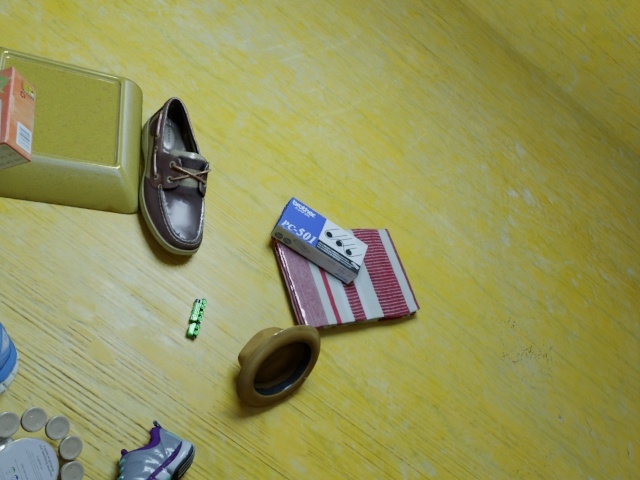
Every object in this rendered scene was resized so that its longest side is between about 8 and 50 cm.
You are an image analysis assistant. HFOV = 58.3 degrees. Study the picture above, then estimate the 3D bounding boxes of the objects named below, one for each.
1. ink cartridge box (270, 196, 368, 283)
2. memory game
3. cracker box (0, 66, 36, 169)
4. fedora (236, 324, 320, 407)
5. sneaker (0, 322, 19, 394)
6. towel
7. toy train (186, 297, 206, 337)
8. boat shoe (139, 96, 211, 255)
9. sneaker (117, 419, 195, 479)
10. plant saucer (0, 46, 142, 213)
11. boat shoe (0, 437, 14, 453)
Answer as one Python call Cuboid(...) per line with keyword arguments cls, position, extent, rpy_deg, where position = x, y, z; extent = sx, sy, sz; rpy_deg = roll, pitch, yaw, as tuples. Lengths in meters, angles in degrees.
Cuboid(cls="ink cartridge box", position=(0.000, 0.000, 1.266), extent=(0.207, 0.046, 0.097), rpy_deg=(33, 46, -10))
Cuboid(cls="memory game", position=(-0.430, 0.335, 0.828), extent=(0.186, 0.012, 0.186), rpy_deg=(16, 68, -45))
Cuboid(cls="cracker box", position=(-0.597, -0.181, 0.953), extent=(0.232, 0.067, 0.155), rpy_deg=(-13, 65, 7))
Cuboid(cls="fedora", position=(-0.089, 0.221, 1.079), extent=(0.194, 0.194, 0.079), rpy_deg=(-18, 38, -37))
Cuboid(cls="sneaker", position=(-0.535, 0.218, 0.747), extent=(0.130, 0.147, 0.330), rpy_deg=(16, 40, 2))
Cuboid(cls="towel", position=(0.061, 0.080, 1.308), extent=(0.329, 0.037, 0.237), rpy_deg=(-2, 63, -34))
Cuboid(cls="toy train", position=(-0.237, 0.147, 1.097), extent=(0.024, 0.017, 0.083), rpy_deg=(15, 56, -11))
Cuboid(cls="boat shoe", position=(-0.287, -0.139, 1.158), extent=(0.123, 0.123, 0.341), rpy_deg=(9, 57, -36))
Cuboid(cls="sneaker", position=(-0.300, 0.388, 0.893), extent=(0.098, 0.083, 0.224), rpy_deg=(31, 43, 14))
Cuboid(cls="plant saucer", position=(-0.509, -0.232, 1.113), extent=(0.333, 0.081, 0.332), rpy_deg=(8, 60, -28))
Cuboid(cls="boat shoe", position=(-0.525, 0.317, 0.793), extent=(0.063, 0.066, 0.184), rpy_deg=(47, 50, 14))
